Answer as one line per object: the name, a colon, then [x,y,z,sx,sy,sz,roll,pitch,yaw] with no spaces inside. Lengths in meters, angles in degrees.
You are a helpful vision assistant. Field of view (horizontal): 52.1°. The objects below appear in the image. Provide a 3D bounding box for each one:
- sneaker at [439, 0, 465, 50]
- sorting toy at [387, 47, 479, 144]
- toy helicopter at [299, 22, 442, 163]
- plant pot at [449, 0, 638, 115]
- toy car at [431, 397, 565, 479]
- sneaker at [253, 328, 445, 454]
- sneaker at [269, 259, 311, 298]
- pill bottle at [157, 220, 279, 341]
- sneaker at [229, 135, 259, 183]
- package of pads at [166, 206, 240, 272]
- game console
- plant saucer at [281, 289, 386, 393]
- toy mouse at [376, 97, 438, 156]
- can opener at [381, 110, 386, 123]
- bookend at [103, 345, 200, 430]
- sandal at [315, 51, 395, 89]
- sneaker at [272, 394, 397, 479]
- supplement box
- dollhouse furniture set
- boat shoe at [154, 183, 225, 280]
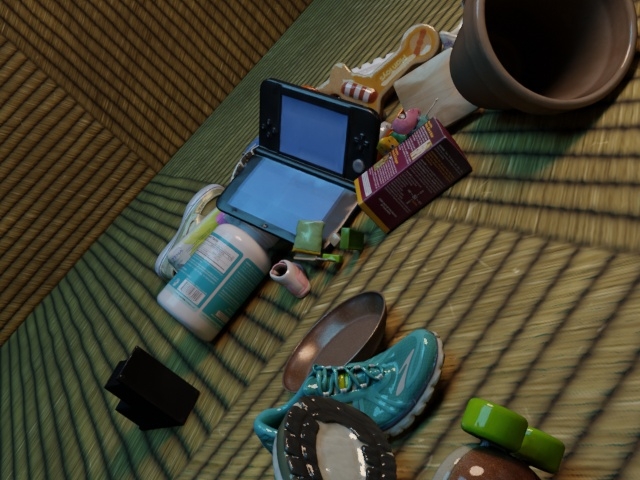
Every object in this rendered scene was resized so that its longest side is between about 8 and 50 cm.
sneaker: [0.363,-0.441,1.241,0.305,0.152,0.114,-42,22,5]
sorting toy: [0.233,-0.277,1.248,0.274,0.132,0.046,-28,-15,29]
toy helicopter: [0.118,-0.298,1.371,0.355,0.235,0.140,-41,-17,19]
plant pot: [0.319,-0.307,1.040,0.263,0.263,0.229,-51,6,-11]
toy car: [0.188,0.234,0.503,0.188,0.149,0.155,10,71,48]
sneaker: [0.035,0.198,0.821,0.275,0.110,0.107,-38,25,16]
sneaker: [-0.065,0.058,1.248,0.051,0.070,0.134,-47,23,2]
pill bottle: [-0.201,0.068,1.358,0.264,0.146,0.146,-50,24,-11]
sneaker: [-0.151,-0.203,1.765,0.147,0.130,0.330,-37,18,54]
package of pads: [-0.209,-0.041,1.536,0.296,0.101,0.229,-41,8,11]
game console: [-0.054,-0.155,1.293,0.293,0.250,0.173,24,36,29]
plant saucer: [0.028,0.155,0.960,0.198,0.036,0.198,-40,14,12]
toy mouse: [0.166,-0.202,1.192,0.143,0.031,0.161,-38,-18,8]
can opener: [0.030,-0.245,1.550,0.280,0.093,0.074,-16,49,40]
bookend: [-0.340,0.282,1.233,0.157,0.156,0.072,-22,33,43]
sandal: [0.059,-0.320,1.589,0.416,0.169,0.102,-26,71,37]
sneaker: [0.004,0.363,0.642,0.410,0.158,0.182,-88,16,-54]
supplement box: [0.157,-0.115,1.146,0.188,0.081,0.104,-38,25,18]
dollhouse furniture set: [0.000,0.000,1.187,0.151,0.058,0.076,4,87,33]
boat shoe: [-0.331,-0.015,1.777,0.094,0.109,0.302,16,73,46]
